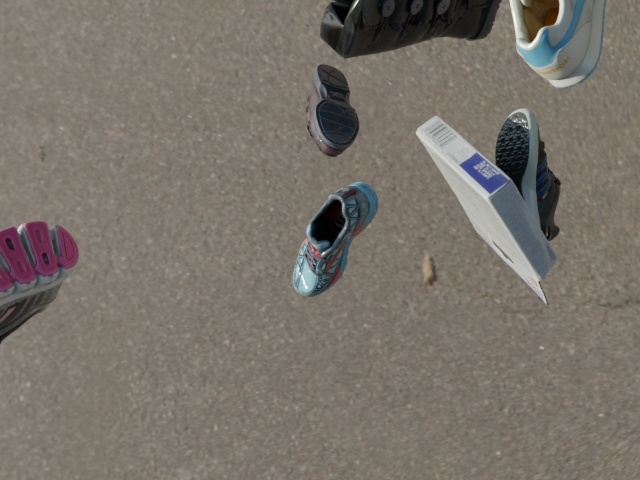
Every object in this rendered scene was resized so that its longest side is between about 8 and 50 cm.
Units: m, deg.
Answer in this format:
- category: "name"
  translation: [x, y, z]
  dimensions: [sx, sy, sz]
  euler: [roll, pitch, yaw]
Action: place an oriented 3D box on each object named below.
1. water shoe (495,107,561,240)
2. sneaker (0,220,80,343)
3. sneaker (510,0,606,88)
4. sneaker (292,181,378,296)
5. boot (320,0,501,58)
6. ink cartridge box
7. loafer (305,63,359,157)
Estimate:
- category: "water shoe"
  translation: [0.308, -0.093, 1.227]
  dimensions: [0.073, 0.080, 0.203]
  euler: [12, 109, 55]
- category: "sneaker"
  translation: [-0.240, 0.044, 0.545]
  dimensions: [0.063, 0.170, 0.075]
  euler: [48, 135, 19]
- category: "sneaker"
  translation: [0.261, -0.287, 0.922]
  dimensions: [0.087, 0.092, 0.229]
  euler: [-18, 58, 44]
- category: "sneaker"
  translation: [0.000, 0.000, 1.589]
  dimensions: [0.104, 0.125, 0.262]
  euler: [39, 116, 23]
- category: "boot"
  translation: [0.223, -0.600, 1.830]
  dimensions: [0.146, 0.445, 0.367]
  euler: [40, 132, 45]
- category: "ink cartridge box"
  translation: [0.240, -0.046, 1.167]
  dimensions: [0.045, 0.224, 0.223]
  euler: [-36, 36, 2]
- category: "loafer"
  translation: [0.017, -0.269, 1.835]
  dimensions: [0.303, 0.109, 0.095]
  euler: [-93, 27, -47]
